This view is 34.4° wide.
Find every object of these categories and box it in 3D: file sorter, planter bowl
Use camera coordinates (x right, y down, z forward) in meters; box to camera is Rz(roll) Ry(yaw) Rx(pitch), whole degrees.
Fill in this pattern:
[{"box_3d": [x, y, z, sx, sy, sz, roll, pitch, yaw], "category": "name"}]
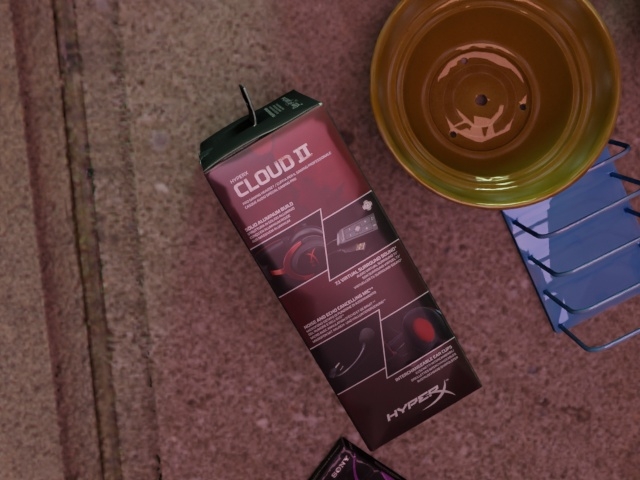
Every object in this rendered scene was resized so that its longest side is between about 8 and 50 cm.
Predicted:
[{"box_3d": [0.256, 0.000, 0.969, 0.118, 0.104, 0.170, -26, 102, -1], "category": "file sorter"}, {"box_3d": [0.150, -0.133, 0.929, 0.217, 0.090, 0.217, 0, 88, 0], "category": "planter bowl"}]

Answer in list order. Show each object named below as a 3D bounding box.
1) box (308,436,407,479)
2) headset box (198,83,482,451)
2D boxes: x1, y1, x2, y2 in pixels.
[{"box_3d": [0.051, 0.288, 1.042, 0.162, 0.029, 0.116, 35, 96, -10], "category": "box"}, {"box_3d": [0.000, 0.000, 0.883, 0.110, 0.218, 0.293, -31, 102, -1], "category": "headset box"}]
